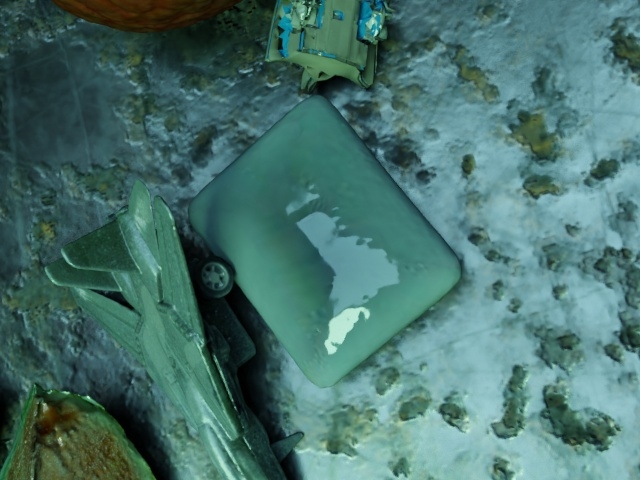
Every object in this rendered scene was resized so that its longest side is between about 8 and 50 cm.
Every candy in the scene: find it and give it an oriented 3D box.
[{"bbox_3d":[0.000,0.000,0.680,0.138,0.071,0.174,-41,74,10],"label":"candy"}]

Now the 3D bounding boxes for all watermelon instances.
[{"bbox_3d":[-0.196,0.233,0.696,0.146,0.128,0.231,-20,62,39],"label":"watermelon"}]

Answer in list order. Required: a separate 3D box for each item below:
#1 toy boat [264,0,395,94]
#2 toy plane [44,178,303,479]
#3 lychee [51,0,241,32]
[{"bbox_3d":[0.014,-0.213,0.712,0.084,0.066,0.210,11,74,-18],"label":"toy boat"},{"bbox_3d":[-0.078,0.091,0.681,0.088,0.212,0.267,-40,94,-35],"label":"toy plane"},{"bbox_3d":[-0.119,-0.268,0.668,0.255,0.300,0.255,2,117,4],"label":"lychee"}]
